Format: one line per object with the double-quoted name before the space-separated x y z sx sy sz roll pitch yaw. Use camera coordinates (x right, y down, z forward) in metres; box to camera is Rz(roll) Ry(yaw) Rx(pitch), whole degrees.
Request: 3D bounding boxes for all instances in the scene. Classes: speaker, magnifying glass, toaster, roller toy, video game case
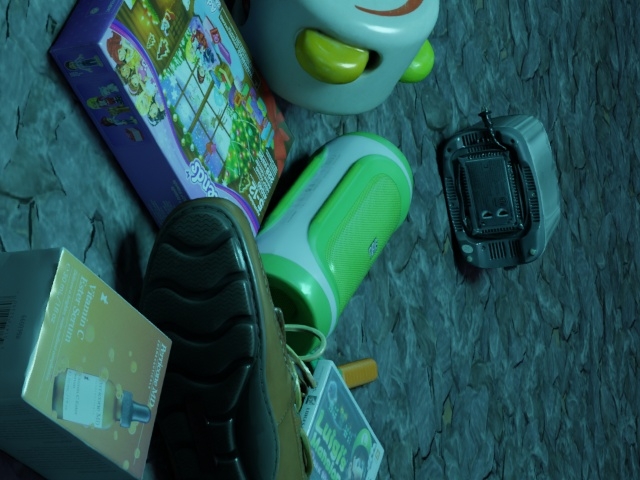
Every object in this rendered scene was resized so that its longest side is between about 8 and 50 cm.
"speaker" 0.000 0.000 1.679 0.296 0.131 0.131 -55 133 -52
"magnifying glass" 0.004 0.155 1.776 0.231 0.026 0.092 -6 92 -62
"toaster" 0.245 -0.080 2.181 0.146 0.129 0.227 -37 116 -64
"roller toy" 0.015 -0.237 1.648 0.209 0.146 0.191 -23 67 -41
"video game case" 0.011 0.250 1.738 0.190 0.022 0.173 62 39 -47

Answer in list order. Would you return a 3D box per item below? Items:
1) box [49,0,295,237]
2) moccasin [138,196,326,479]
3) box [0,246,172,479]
"box" -0.128 -0.133 1.523 0.293 0.057 0.201 61 35 -38
"moccasin" -0.071 0.140 1.502 0.147 0.139 0.380 -46 124 -64
"box" -0.208 0.102 1.286 0.170 0.091 0.130 47 45 -50
